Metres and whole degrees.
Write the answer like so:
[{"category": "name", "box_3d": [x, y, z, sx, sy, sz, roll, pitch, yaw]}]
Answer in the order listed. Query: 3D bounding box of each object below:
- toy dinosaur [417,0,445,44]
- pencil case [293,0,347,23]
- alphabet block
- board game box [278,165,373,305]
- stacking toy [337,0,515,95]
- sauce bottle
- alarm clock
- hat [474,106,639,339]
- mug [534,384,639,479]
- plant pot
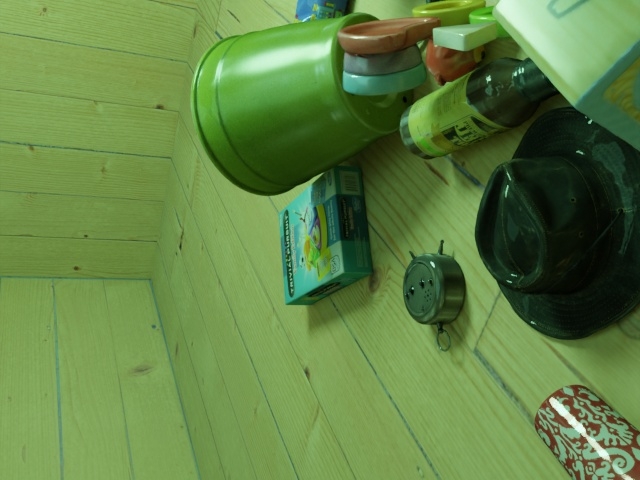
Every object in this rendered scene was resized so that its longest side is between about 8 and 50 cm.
[{"category": "toy dinosaur", "box_3d": [0.219, -0.448, 1.203, 0.118, 0.064, 0.268, -96, 21, -50]}, {"category": "pencil case", "box_3d": [0.013, -0.649, 1.583, 0.133, 0.119, 0.306, 21, 108, 38]}, {"category": "alphabet block", "box_3d": [0.347, -0.240, 0.718, 0.193, 0.192, 0.197, -47, 43, 28]}, {"category": "board game box", "box_3d": [0.000, 0.000, 1.595, 0.336, 0.079, 0.253, 145, 124, -59]}, {"category": "stacking toy", "box_3d": [0.200, -0.280, 1.012, 0.280, 0.309, 0.130, 23, 130, 47]}, {"category": "sauce bottle", "box_3d": [0.260, -0.217, 1.030, 0.344, 0.111, 0.111, -17, 72, 62]}, {"category": "alarm clock", "box_3d": [0.203, 0.106, 1.182, 0.129, 0.064, 0.192, -44, 52, 55]}, {"category": "hat", "box_3d": [0.296, -0.026, 0.914, 0.331, 0.134, 0.331, -178, 90, -66]}, {"category": "mug", "box_3d": [0.344, 0.280, 0.809, 0.169, 0.113, 0.150, -126, 47, -57]}, {"category": "plant pot", "box_3d": [-0.015, -0.297, 1.359, 0.353, 0.367, 0.366, -7, 80, 45]}]
